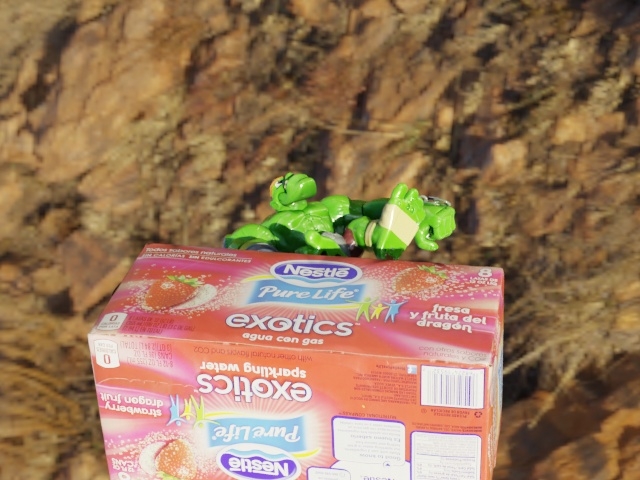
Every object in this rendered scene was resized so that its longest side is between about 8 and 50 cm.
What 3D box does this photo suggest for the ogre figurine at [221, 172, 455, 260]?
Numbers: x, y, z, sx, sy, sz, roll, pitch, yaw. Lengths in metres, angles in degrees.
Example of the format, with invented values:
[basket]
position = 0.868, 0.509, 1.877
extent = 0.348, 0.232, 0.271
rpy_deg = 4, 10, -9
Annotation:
[ogre figurine]
position = 0.000, 0.000, 0.991
extent = 0.118, 0.197, 0.097
rpy_deg = 11, 133, 49

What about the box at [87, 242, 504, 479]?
[box]
position = -0.010, 0.091, 0.828
extent = 0.256, 0.123, 0.128
rpy_deg = 3, 119, 11
